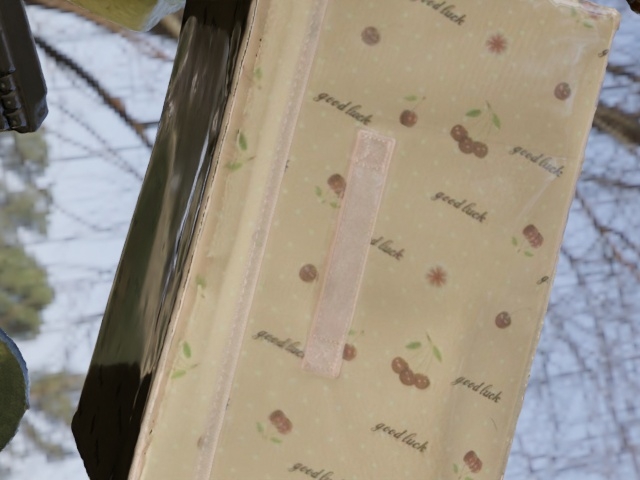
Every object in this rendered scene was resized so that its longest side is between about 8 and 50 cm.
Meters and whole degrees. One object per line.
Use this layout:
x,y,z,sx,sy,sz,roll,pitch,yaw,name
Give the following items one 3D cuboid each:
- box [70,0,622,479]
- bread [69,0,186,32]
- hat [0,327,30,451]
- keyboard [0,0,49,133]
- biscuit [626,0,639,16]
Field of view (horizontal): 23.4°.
0.000,0.000,0.815,0.225,0.190,0.297,-153,-102,-73,box
-0.132,-0.350,1.121,0.405,0.346,0.242,33,-25,2,bread
-0.333,0.066,1.070,0.257,0.257,0.130,106,-23,-44,hat
-0.240,-0.171,0.931,0.016,0.106,0.262,-92,174,-54,keyboard
0.305,-0.173,1.019,0.154,0.299,0.045,30,-58,26,biscuit
